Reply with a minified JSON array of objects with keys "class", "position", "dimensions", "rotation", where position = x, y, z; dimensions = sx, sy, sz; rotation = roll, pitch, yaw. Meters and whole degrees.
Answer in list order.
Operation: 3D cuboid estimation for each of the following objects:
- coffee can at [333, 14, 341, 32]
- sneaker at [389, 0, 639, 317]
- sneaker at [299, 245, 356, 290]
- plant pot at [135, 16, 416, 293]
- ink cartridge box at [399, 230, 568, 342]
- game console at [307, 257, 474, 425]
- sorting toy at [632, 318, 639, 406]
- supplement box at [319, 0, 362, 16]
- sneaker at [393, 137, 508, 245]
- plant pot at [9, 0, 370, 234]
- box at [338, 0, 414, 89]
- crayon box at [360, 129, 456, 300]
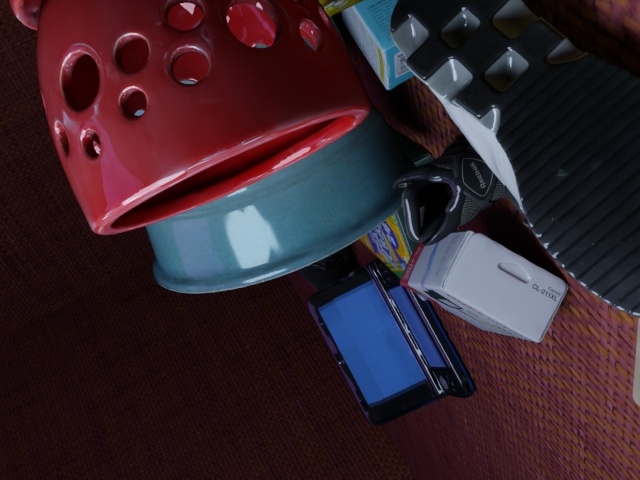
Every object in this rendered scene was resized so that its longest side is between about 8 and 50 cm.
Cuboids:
[{"class":"coffee can","position":[-0.108,-0.323,1.258],"dimensions":[0.201,0.201,0.275],"rotation":[66,171,-23]},{"class":"sneaker","position":[0.186,-0.069,0.647],"dimensions":[0.146,0.122,0.330],"rotation":[35,-159,-54]},{"class":"sneaker","position":[0.000,0.000,1.892],"dimensions":[0.139,0.125,0.341],"rotation":[39,158,58]},{"class":"plant pot","position":[-0.099,-0.170,0.994],"dimensions":[0.334,0.341,0.341],"rotation":[69,170,-21]},{"class":"ink cartridge box","position":[0.177,0.049,0.981],"dimensions":[0.127,0.072,0.175],"rotation":[29,175,-7]},{"class":"game console","position":[0.119,0.189,1.605],"dimensions":[0.293,0.173,0.250],"rotation":[61,172,4]},{"class":"sorting toy","position":[0.297,0.095,0.644],"dimensions":[0.132,0.046,0.274],"rotation":[-130,25,-54]},{"class":"supplement box","position":[-0.002,-0.353,0.562],"dimensions":[0.356,0.194,0.195],"rotation":[62,171,-4]},{"class":"sneaker","position":[0.131,-0.053,0.939],"dimensions":[0.087,0.130,0.227],"rotation":[64,174,-1]},{"class":"plant pot","position":[-0.087,-0.116,0.541],"dimensions":[0.174,0.191,0.191],"rotation":[65,171,-2]},{"class":"box","position":[0.035,-0.291,0.949],"dimensions":[0.244,0.060,0.100],"rotation":[60,178,16]},{"class":"crayon box","position":[0.087,-0.071,1.291],"dimensions":[0.203,0.083,0.323],"rotation":[67,171,-29]}]
